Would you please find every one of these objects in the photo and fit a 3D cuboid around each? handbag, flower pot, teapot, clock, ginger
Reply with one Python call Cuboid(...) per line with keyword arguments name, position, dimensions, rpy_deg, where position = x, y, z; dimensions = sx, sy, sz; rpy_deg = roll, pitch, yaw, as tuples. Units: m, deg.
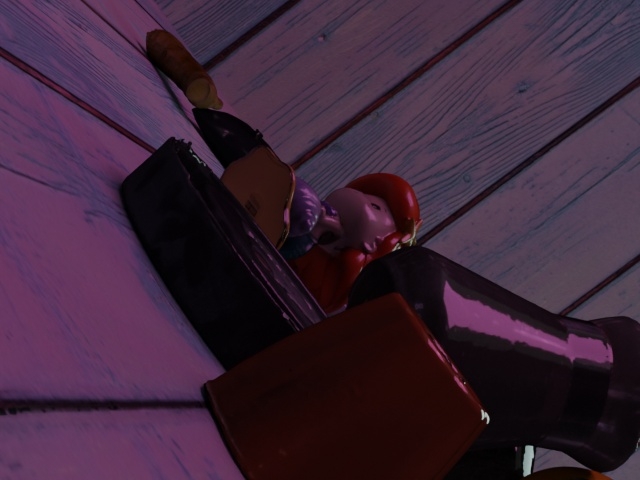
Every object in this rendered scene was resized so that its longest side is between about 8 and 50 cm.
Cuboid(name="handbag", position=(-0.128, -0.149, 2.573), dimensions=(0.254, 0.088, 0.211), rpy_deg=(48, 11, 7))
Cuboid(name="flower pot", position=(0.031, 0.140, 1.086), dimensions=(0.191, 0.173, 0.190), rpy_deg=(54, 1, -2))
Cuboid(name="flower pot", position=(0.199, 0.289, 1.831), dimensions=(0.235, 0.235, 0.148), rpy_deg=(51, 24, -34))
Cuboid(name="teapot", position=(0.199, 0.150, 1.667), dimensions=(0.344, 0.253, 0.300), rpy_deg=(14, 16, -18))
Cuboid(name="clock", position=(-0.061, 0.066, 1.386), dimensions=(0.386, 0.076, 0.386), rpy_deg=(53, 3, -4))
Cuboid(name="ginger", position=(-0.254, -0.314, 2.550), dimensions=(0.118, 0.065, 0.299), rpy_deg=(33, 11, -33))

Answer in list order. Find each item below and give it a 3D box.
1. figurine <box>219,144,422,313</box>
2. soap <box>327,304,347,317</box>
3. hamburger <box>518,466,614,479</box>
Cuboid(name="figurine", position=(-0.003, -0.007, 1.792), dimensions=(0.257, 0.208, 0.181), rpy_deg=(17, -16, -38))
Cuboid(name="soap", position=(0.046, 0.094, 2.087), dimensions=(0.231, 0.145, 0.091), rpy_deg=(59, -5, 9))
Cuboid(name="hamburger", position=(0.311, 0.399, 1.720), dimensions=(0.246, 0.246, 0.170), rpy_deg=(53, 16, -17))
